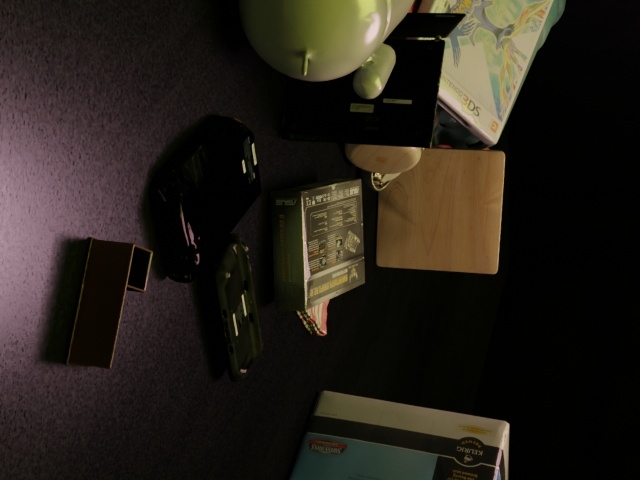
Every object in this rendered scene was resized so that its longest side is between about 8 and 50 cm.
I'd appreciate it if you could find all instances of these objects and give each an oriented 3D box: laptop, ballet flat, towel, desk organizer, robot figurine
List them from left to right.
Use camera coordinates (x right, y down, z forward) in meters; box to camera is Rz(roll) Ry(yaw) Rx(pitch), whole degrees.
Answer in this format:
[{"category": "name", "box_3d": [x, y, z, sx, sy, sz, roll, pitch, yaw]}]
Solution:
[{"category": "desk organizer", "box_3d": [-0.213, 0.066, 0.967, 0.047, 0.050, 0.130, 35, 63, -69]}, {"category": "towel", "box_3d": [-0.010, 0.061, 1.611, 0.197, 0.029, 0.144, 64, 35, -57]}, {"category": "robot figurine", "box_3d": [0.015, -0.338, 1.289, 0.300, 0.199, 0.353, 56, 32, -14]}, {"category": "laptop", "box_3d": [0.086, -0.258, 1.478, 0.136, 0.234, 0.264, 34, 63, -69]}, {"category": "ballet flat", "box_3d": [0.167, -0.179, 1.838, 0.072, 0.213, 0.068, 35, 14, -35]}]

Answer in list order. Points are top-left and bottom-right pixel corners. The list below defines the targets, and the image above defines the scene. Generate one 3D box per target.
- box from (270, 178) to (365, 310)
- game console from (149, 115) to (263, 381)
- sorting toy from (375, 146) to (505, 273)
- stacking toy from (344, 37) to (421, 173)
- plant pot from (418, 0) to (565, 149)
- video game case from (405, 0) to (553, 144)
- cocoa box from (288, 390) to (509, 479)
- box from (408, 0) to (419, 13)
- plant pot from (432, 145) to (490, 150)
[{"category": "box", "box_3d": [0.000, 0.000, 1.521, 0.231, 0.056, 0.183, -19, 110, -62]}, {"category": "game console", "box_3d": [-0.127, 0.033, 1.232, 0.213, 0.044, 0.361, -57, 147, -51]}, {"category": "sorting toy", "box_3d": [0.254, -0.071, 2.018, 0.089, 0.255, 0.257, -50, 143, -74]}, {"category": "stacking toy", "box_3d": [0.130, -0.297, 1.796, 0.141, 0.141, 0.330, 59, 34, -61]}, {"category": "plant pot", "box_3d": [0.293, -0.388, 1.971, 0.341, 0.341, 0.334, 57, 51, -62]}, {"category": "video game case", "box_3d": [0.293, -0.387, 1.743, 0.300, 0.036, 0.329, 31, 78, -42]}, {"category": "cocoa box", "box_3d": [0.144, 0.444, 1.684, 0.231, 0.347, 0.228, 78, 26, -44]}, {"category": "box", "box_3d": [0.084, -0.446, 1.590, 0.257, 0.122, 0.128, 21, 77, -72]}, {"category": "plant pot", "box_3d": [0.340, -0.298, 2.321, 0.191, 0.191, 0.174, 0, 104, -72]}]
